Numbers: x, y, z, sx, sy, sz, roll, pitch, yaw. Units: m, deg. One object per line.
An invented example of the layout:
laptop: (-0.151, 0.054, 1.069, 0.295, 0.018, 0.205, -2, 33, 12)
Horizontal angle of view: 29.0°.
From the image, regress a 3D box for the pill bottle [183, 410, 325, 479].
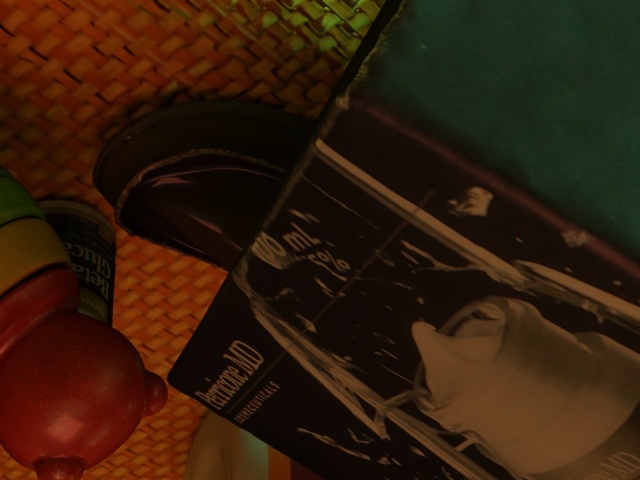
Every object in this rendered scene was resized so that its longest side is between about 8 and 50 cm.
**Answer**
pill bottle: (0.069, 0.293, 1.235, 0.392, 0.224, 0.224, 11, 135, -18)

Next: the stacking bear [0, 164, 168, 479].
stacking bear: (-0.237, 0.041, 0.845, 0.289, 0.175, 0.164, 43, 142, 9)

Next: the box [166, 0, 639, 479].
box: (0.212, 0.035, 0.693, 0.472, 0.297, 0.480, 33, 156, -1)

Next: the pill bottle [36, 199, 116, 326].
pill bottle: (-0.212, 0.058, 0.985, 0.094, 0.169, 0.094, -3, 139, -3)

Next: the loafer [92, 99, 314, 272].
loafer: (0.000, 0.000, 0.975, 0.366, 0.130, 0.134, 16, 133, -22)
